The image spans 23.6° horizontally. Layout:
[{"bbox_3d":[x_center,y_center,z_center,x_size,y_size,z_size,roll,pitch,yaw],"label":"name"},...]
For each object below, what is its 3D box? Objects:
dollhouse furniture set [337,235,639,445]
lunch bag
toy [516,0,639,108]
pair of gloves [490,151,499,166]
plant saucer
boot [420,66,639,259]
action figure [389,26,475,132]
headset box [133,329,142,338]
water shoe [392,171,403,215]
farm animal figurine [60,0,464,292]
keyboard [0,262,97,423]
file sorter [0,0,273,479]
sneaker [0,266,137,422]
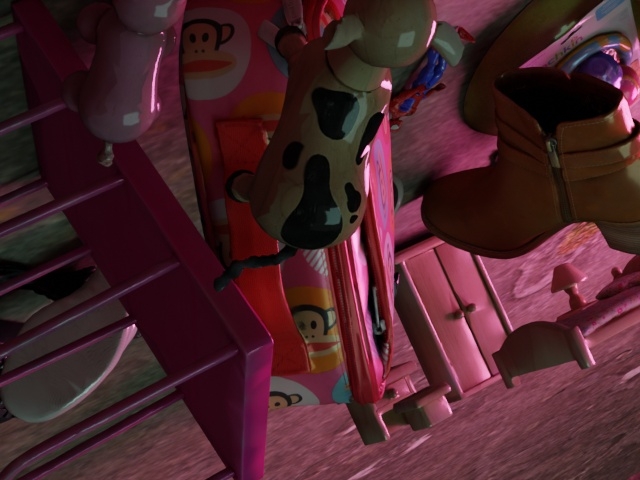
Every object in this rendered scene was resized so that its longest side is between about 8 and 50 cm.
[{"bbox_3d":[0.202,0.049,1.528,0.303,0.173,0.355,-24,178,-31],"label":"dollhouse furniture set"},{"bbox_3d":[-0.020,-0.040,1.011,0.120,0.258,0.293,-5,116,9],"label":"lunch bag"},{"bbox_3d":[0.272,-0.140,1.505,0.137,0.056,0.237,-39,157,0],"label":"toy"},{"bbox_3d":[0.181,-0.067,1.658,0.083,0.010,0.074,-40,157,1],"label":"pair of gloves"},{"bbox_3d":[0.248,-0.182,1.512,0.241,0.037,0.241,-32,157,-16],"label":"plant saucer"},{"bbox_3d":[0.193,-0.073,1.461,0.109,0.283,0.220,-63,142,-21],"label":"boot"},{"bbox_3d":[0.094,-0.141,1.376,0.038,0.030,0.115,-13,149,-54],"label":"action figure"},{"bbox_3d":[-0.141,0.051,1.376,0.083,0.032,0.062,-15,147,-41],"label":"headset box"},{"bbox_3d":[0.000,0.000,1.470,0.203,0.073,0.080,-46,-178,15],"label":"water shoe"},{"bbox_3d":[-0.017,-0.178,0.753,0.327,0.172,0.330,-42,113,-3],"label":"farm animal figurine"},{"bbox_3d":[-0.287,0.085,1.228,0.201,0.033,0.317,-45,157,14],"label":"keyboard"},{"bbox_3d":[-0.184,0.039,0.971,0.182,0.290,0.202,-27,154,-19],"label":"file sorter"},{"bbox_3d":[-0.175,0.065,1.242,0.212,0.080,0.094,-54,168,-17],"label":"sneaker"}]
